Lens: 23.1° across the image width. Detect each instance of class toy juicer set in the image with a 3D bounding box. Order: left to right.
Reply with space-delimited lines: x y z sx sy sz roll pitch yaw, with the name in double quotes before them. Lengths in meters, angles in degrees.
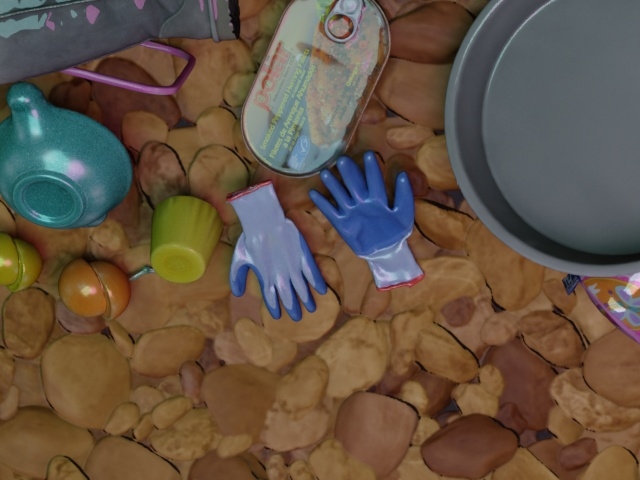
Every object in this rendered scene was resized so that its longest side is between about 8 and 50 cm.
"toy juicer set" -0.268 -0.048 1.452 0.209 0.089 0.329 -32 122 33

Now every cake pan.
"cake pan" 0.254 -0.112 1.371 0.293 0.054 0.293 -2 84 24

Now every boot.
"boot" -0.177 -0.223 1.223 0.209 0.076 0.189 -4 107 8

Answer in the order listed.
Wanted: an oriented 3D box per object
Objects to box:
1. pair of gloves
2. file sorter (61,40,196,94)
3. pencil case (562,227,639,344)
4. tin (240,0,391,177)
"pair of gloves" 0.000 0.000 1.481 0.198 0.023 0.159 -18 119 8
"file sorter" -0.171 -0.291 1.336 0.182 0.202 0.290 13 107 -3
"pencil case" 0.356 -0.029 1.418 0.124 0.124 0.284 41 106 -8
"tin" -0.005 -0.150 1.449 0.106 0.040 0.189 23 108 -7
